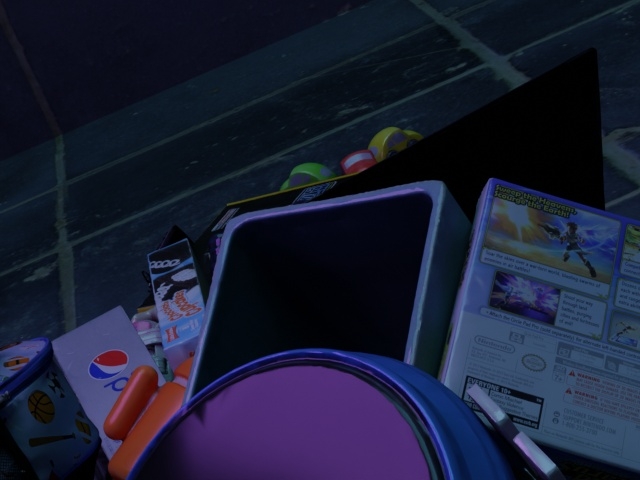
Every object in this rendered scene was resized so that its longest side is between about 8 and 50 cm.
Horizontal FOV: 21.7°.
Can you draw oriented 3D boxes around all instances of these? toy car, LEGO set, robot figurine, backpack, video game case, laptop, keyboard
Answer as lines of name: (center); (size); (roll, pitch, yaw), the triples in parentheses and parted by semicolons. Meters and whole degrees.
toy car: (0.027, -0.107, 2.505); (0.225, 0.053, 0.239); (-18, 10, 28)
LEGO set: (0.221, 0.214, 1.259); (0.060, 0.244, 0.182); (-40, 39, -3)
robot figurine: (-0.120, 0.204, 1.637); (0.158, 0.128, 0.219); (26, 73, 33)
backpack: (-0.329, 0.182, 1.402); (0.277, 0.213, 0.263); (-12, 12, 37)
video game case: (0.243, 0.093, 1.424); (0.270, 0.061, 0.244); (17, 57, 0)
laptop: (0.106, -0.020, 1.877); (0.382, 0.236, 0.408); (-28, 11, -16)
keyboard: (-0.218, 0.032, 2.312); (0.192, 0.038, 0.100); (63, -130, -78)

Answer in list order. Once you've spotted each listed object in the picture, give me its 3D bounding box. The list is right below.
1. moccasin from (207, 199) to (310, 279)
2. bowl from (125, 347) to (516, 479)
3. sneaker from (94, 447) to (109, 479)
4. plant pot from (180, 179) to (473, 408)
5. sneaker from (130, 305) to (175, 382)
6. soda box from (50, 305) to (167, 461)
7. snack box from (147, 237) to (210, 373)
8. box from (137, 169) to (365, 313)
moccasin: (0.000, 0.000, 2.008); (0.138, 0.116, 0.342); (-22, -2, 35)
bowl: (-0.027, 0.263, 1.275); (0.391, 0.077, 0.391); (-20, 55, 31)
sneaker: (-0.342, 0.283, 1.892); (0.132, 0.086, 0.229); (-17, 15, 39)
plant pot: (0.056, 0.127, 1.564); (0.248, 0.252, 0.247); (-9, 54, 34)
sneaker: (-0.210, 0.160, 2.019); (0.103, 0.111, 0.252); (-22, 20, 4)
soda box: (-0.201, 0.196, 1.826); (0.098, 0.091, 0.286); (-28, 39, -10)
snack box: (-0.127, 0.134, 1.884); (0.060, 0.187, 0.322); (-24, 19, -1)
box: (-0.068, 0.024, 2.274); (0.257, 0.079, 0.322); (-11, 23, 27)
